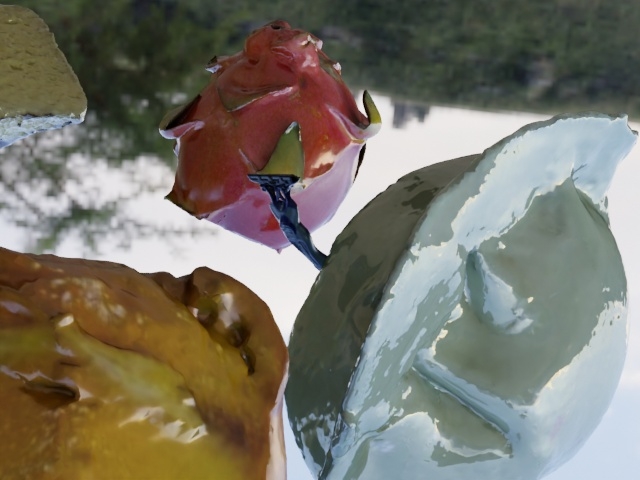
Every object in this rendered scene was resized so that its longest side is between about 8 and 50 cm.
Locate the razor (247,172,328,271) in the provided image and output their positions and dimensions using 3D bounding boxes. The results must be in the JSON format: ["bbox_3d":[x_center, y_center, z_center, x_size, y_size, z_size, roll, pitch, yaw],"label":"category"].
[{"bbox_3d":[-0.002,0.003,1.037,0.044,0.154,0.028,5,-121,39],"label":"razor"}]

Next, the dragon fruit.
[{"bbox_3d":[-0.055,-0.109,1.492,0.224,0.227,0.224,31,178,1],"label":"dragon fruit"}]

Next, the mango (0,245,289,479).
[{"bbox_3d":[-0.174,0.114,0.546,0.350,0.199,0.201,-23,-176,32],"label":"mango"}]

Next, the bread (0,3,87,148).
[{"bbox_3d":[-0.308,-0.105,0.950,0.266,0.142,0.178,1,160,-39],"label":"bread"}]

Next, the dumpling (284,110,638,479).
[{"bbox_3d":[0.074,0.069,0.963,0.270,0.321,0.211,2,-179,-37],"label":"dumpling"}]
